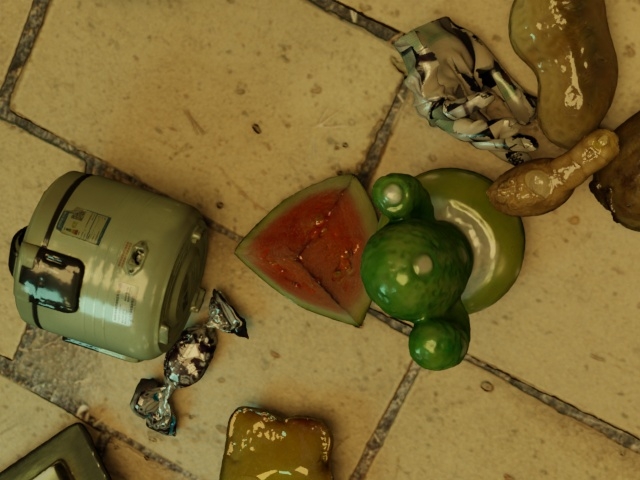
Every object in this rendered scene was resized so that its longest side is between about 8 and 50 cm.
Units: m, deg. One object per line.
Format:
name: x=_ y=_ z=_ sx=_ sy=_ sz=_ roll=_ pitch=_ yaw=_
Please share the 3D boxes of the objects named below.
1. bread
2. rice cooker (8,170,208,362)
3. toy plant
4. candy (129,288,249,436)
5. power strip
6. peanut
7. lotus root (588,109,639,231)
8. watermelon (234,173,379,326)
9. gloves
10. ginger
bread: x=-0.058 y=0.338 z=1.760 sx=0.160 sy=0.088 sz=0.233 roll=9 pitch=99 yaw=8
rice cooker: x=-0.276 y=0.034 z=1.692 sx=0.244 sy=0.226 sz=0.226 roll=19 pitch=104 yaw=7
toy plant: x=0.132 y=0.017 z=1.533 sx=0.184 sy=0.316 sz=0.224 roll=-16 pitch=97 yaw=17
candy: x=-0.176 y=0.168 z=1.781 sx=0.094 sy=0.051 sz=0.226 roll=32 pitch=108 yaw=-3
power strip: x=-0.363 y=0.419 z=1.850 sx=0.257 sy=0.092 sz=0.251 roll=-35 pitch=81 yaw=18
peanut: x=0.287 y=-0.223 z=1.558 sx=0.110 sy=0.120 sz=0.236 roll=10 pitch=110 yaw=58
lotus root: x=0.435 y=-0.110 z=1.529 sx=0.260 sy=0.128 sz=0.145 roll=-34 pitch=79 yaw=16
watermelon: x=0.004 y=0.000 z=1.685 sx=0.193 sy=0.137 sz=0.145 roll=29 pitch=70 yaw=8
gloves: x=0.181 y=-0.168 z=1.595 sx=0.111 sy=0.127 sz=0.212 roll=-30 pitch=87 yaw=27
ginger: x=0.276 y=-0.073 z=1.537 sx=0.165 sy=0.096 sz=0.067 roll=-26 pitch=75 yaw=12
